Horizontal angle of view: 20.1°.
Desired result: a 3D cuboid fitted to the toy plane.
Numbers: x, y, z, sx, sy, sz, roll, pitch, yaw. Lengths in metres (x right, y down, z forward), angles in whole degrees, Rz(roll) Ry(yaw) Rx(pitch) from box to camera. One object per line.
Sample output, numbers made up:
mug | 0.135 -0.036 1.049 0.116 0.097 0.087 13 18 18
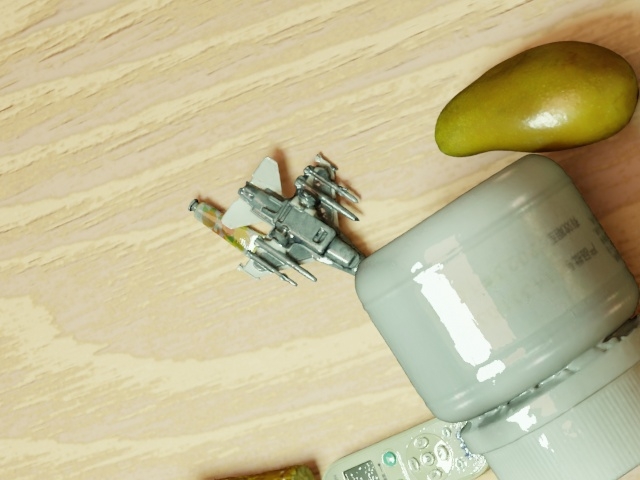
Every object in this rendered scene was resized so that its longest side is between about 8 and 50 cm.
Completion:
toy plane | -0.008 -0.007 1.996 0.234 0.082 0.160 32 82 22

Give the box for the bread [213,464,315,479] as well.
bread | -0.082 0.329 2.051 0.172 0.103 0.132 -12 89 27

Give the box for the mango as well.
mango | 0.216 -0.139 1.835 0.227 0.136 0.099 -13 122 37

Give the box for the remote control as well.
remote control | 0.098 0.248 1.982 0.221 0.042 0.078 -27 83 29

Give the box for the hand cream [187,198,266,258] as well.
hand cream | -0.108 -0.016 2.081 0.102 0.022 0.035 34 104 17

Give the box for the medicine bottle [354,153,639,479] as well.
medicine bottle | 0.204 0.096 1.795 0.245 0.245 0.306 -34 87 26
